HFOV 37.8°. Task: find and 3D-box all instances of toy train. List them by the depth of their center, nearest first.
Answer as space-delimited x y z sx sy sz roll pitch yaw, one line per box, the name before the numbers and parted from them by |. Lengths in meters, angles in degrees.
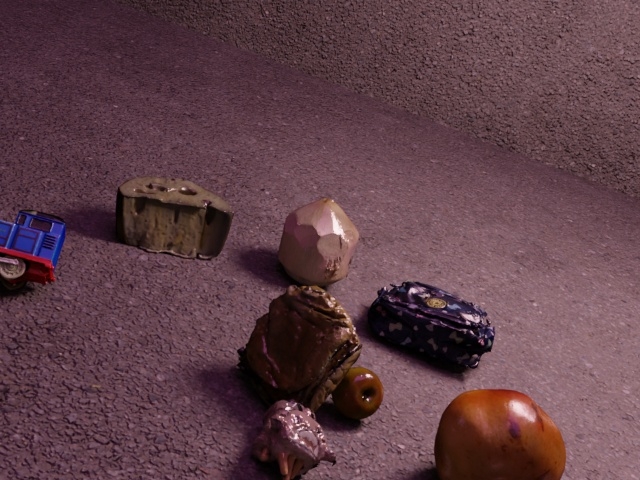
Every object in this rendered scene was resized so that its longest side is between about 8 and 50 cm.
toy train | -0.546 0.007 1.590 0.204 0.083 0.131 15 66 -8

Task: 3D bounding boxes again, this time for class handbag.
handbag | 0.226 0.161 1.891 0.260 0.113 0.162 19 17 13

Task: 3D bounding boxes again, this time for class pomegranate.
pomegranate | 0.278 0.335 1.490 0.209 0.209 0.209 17 25 -8

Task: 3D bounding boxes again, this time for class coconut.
coconut | 0.000 0.000 1.954 0.171 0.183 0.171 13 27 -7

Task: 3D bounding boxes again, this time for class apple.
apple | 0.063 0.260 1.592 0.089 0.089 0.074 14 -5 -15

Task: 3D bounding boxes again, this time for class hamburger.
hamburger | -0.026 0.189 1.569 0.183 0.206 0.130 37 -3 35

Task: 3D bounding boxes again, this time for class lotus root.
lotus root | -0.304 -0.051 1.903 0.235 0.119 0.138 12 27 -15

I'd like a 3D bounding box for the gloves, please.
gloves | -0.045 0.300 1.435 0.110 0.094 0.144 19 14 -32
